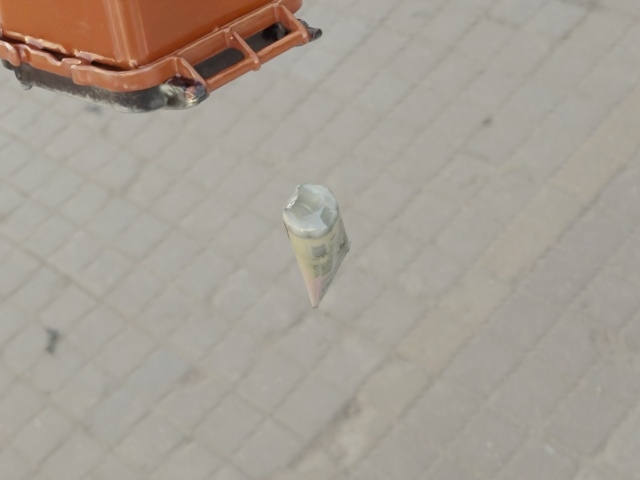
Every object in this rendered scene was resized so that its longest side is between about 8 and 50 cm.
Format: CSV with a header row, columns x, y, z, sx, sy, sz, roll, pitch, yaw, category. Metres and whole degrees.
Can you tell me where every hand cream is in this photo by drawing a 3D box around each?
x,y,z,sx,sy,sz,roll,pitch,yaw,category
0.000,0.000,0.999,0.039,0.143,0.061,22,72,14,hand cream

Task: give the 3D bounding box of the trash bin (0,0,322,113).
x,y,z,sx,sy,sz,roll,pitch,yaw,category
-0.112,-0.205,0.824,0.184,0.238,0.161,21,41,38,trash bin
